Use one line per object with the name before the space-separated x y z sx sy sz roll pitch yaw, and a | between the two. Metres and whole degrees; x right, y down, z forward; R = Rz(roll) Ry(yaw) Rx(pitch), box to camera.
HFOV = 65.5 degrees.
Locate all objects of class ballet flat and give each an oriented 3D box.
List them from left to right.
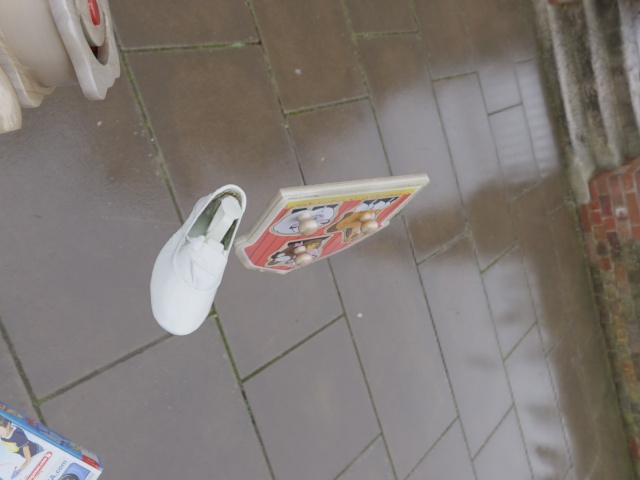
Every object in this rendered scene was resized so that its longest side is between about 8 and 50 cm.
ballet flat | -0.237 0.009 1.027 0.139 0.139 0.400 50 28 -28

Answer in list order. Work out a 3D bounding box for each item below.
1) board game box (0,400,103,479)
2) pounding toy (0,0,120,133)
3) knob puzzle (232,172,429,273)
board game box | -0.543 0.387 0.712 0.302 0.086 0.308 41 68 -18
pounding toy | -0.297 -0.209 0.474 0.155 0.269 0.154 -9 120 -9
knob puzzle | 0.000 0.000 0.526 0.213 0.213 0.030 -3 64 -45
